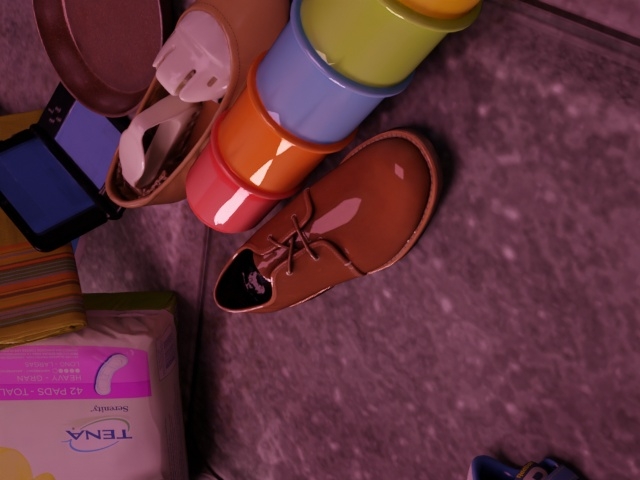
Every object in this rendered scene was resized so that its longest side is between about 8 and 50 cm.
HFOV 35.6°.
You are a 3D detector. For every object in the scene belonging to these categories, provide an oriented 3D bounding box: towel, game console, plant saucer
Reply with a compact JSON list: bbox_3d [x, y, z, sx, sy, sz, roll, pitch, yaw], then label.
[{"bbox_3d":[-0.262,-0.013,0.831,0.021,0.102,0.237,95,159,-53],"label":"towel"},{"bbox_3d":[-0.215,-0.069,0.822,0.122,0.071,0.107,45,115,20],"label":"game console"},{"bbox_3d":[-0.168,-0.182,0.778,0.168,0.029,0.168,19,119,37],"label":"plant saucer"}]

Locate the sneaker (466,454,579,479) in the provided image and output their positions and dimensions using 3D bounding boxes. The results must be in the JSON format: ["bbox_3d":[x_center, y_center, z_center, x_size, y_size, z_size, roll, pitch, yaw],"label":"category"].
[{"bbox_3d":[0.145,0.168,0.605,0.144,0.053,0.059,1,106,43],"label":"sneaker"}]

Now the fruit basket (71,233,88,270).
[{"bbox_3d":[-0.377,0.040,0.983,0.327,0.165,0.353,40,128,25],"label":"fruit basket"}]

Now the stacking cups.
[{"bbox_3d":[0.003,-0.100,0.596,0.096,0.096,0.316,56,136,11],"label":"stacking cups"}]

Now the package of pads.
[{"bbox_3d":[-0.265,0.164,0.860,0.296,0.101,0.229,-1,113,2],"label":"package of pads"}]

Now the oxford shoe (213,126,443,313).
[{"bbox_3d":[0.000,0.000,0.659,0.212,0.076,0.076,-41,76,44],"label":"oxford shoe"}]

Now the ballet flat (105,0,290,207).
[{"bbox_3d":[-0.093,-0.099,0.707,0.080,0.073,0.232,49,134,17],"label":"ballet flat"}]
